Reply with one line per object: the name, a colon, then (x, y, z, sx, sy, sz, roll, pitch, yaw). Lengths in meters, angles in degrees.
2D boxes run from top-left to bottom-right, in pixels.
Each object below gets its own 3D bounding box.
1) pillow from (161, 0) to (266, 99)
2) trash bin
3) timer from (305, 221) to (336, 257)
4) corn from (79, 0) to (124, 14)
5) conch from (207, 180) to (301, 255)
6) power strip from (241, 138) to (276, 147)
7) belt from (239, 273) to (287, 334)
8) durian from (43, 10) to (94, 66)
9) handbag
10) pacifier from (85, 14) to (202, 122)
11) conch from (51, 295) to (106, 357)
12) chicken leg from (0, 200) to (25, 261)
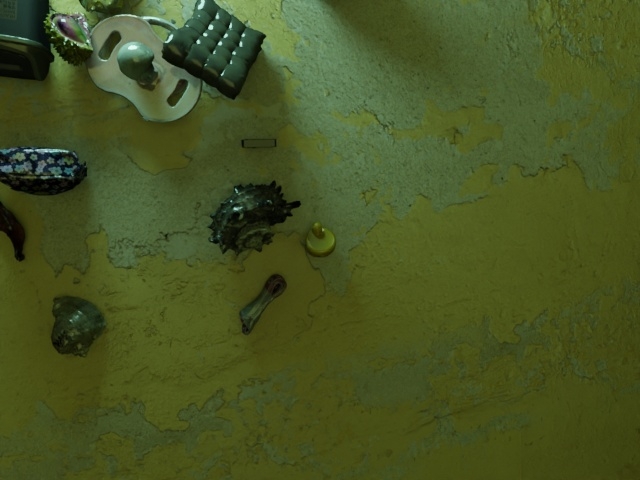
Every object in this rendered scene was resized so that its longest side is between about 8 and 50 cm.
pillow: (-0.295, -0.550, 1.326, 0.228, 0.101, 0.326, 27, 48, -17)
trash bin: (-0.829, -0.581, 1.238, 0.210, 0.182, 0.290, 3, 93, -13)
timer: (0.000, 0.000, 1.583, 0.107, 0.109, 0.107, 0, 59, 0)
corn: (-0.595, -0.777, 1.285, 0.123, 0.122, 0.305, -1, 101, -33)
conch: (-0.214, -0.062, 1.492, 0.313, 0.186, 0.240, -42, 135, -22)
power strip: (-0.200, -0.314, 1.514, 0.111, 0.038, 0.029, -4, 102, -12)
belt: (-0.203, 0.215, 1.601, 0.071, 0.053, 0.232, 37, 90, -25)
durian: (-0.693, -0.550, 1.256, 0.119, 0.186, 0.108, -37, 151, 25)
handbag: (-0.781, -0.188, 1.306, 0.229, 0.208, 0.126, -4, 86, -20)
pacifier: (-0.498, -0.485, 1.320, 0.332, 0.273, 0.220, 34, 128, -16)
conch: (-0.762, 0.265, 1.460, 0.155, 0.130, 0.207, -19, 81, -43)
chicken leg: (-0.922, -0.038, 1.376, 0.093, 0.053, 0.205, -27, 99, 16)
